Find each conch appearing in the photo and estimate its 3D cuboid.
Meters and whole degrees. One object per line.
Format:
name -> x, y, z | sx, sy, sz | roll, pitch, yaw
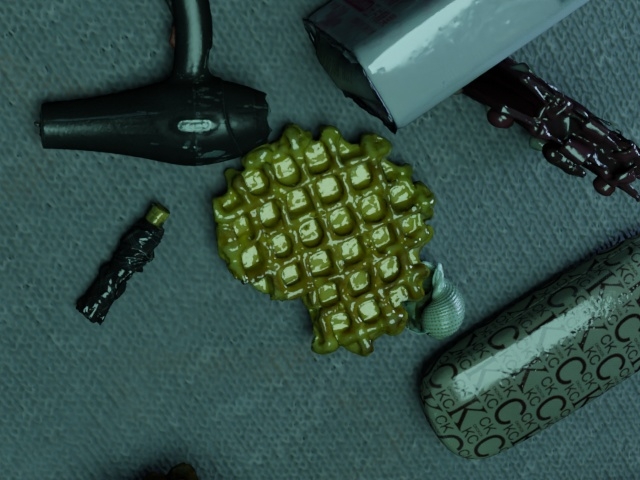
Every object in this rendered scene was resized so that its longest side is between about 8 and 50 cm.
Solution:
conch -> 0.122, 0.068, 1.827 | 0.076, 0.056, 0.085 | -3, 81, 11

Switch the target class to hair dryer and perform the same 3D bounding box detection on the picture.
hair dryer -> -0.168, -0.208, 1.640 | 0.235, 0.091, 0.272 | -2, 98, -6

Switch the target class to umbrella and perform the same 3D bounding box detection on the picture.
umbrella -> -0.202, 0.025, 1.717 | 0.040, 0.037, 0.144 | 34, 100, -12

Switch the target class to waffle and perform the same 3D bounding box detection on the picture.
waffle -> 0.000, 0.000, 1.754 | 0.253, 0.056, 0.249 | 11, 101, -17

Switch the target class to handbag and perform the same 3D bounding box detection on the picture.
handbag -> 0.230, -0.127, 1.703 | 0.203, 0.216, 0.074 | 29, 101, -27

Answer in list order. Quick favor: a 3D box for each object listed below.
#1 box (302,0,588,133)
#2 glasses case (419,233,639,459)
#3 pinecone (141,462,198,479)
box -> 0.166, -0.263, 1.648 | 0.369, 0.190, 0.112 | -34, 115, -5
glasses case -> 0.277, 0.121, 1.878 | 0.354, 0.085, 0.137 | -31, 117, -5
pinecone -> -0.152, 0.377, 1.767 | 0.224, 0.224, 0.272 | -34, 120, -4
